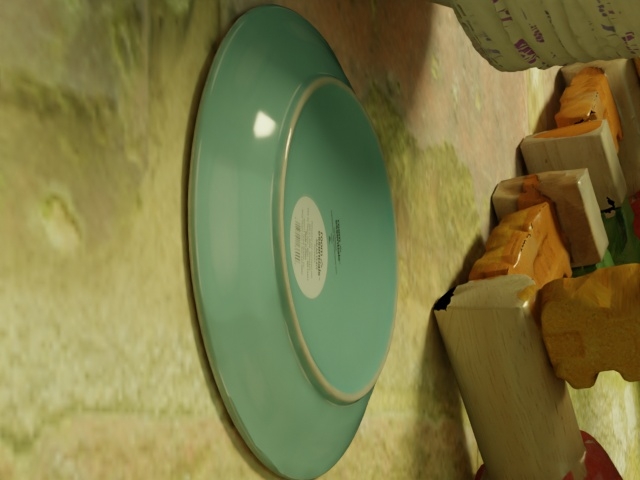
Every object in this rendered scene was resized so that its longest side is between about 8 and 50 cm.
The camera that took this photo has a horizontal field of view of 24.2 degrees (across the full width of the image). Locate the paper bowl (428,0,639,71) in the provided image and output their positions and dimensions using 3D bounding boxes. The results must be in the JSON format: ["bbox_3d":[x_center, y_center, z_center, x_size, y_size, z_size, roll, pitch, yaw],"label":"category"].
[{"bbox_3d":[0.087,-0.219,0.679,0.284,0.148,0.284,-5,90,-68],"label":"paper bowl"}]

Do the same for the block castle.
[{"bbox_3d":[0.270,0.022,0.889,0.213,0.303,0.453,70,26,-19],"label":"block castle"}]

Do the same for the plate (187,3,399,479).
[{"bbox_3d":[0.000,0.000,0.587,0.188,0.024,0.188,-3,90,-69],"label":"plate"}]
